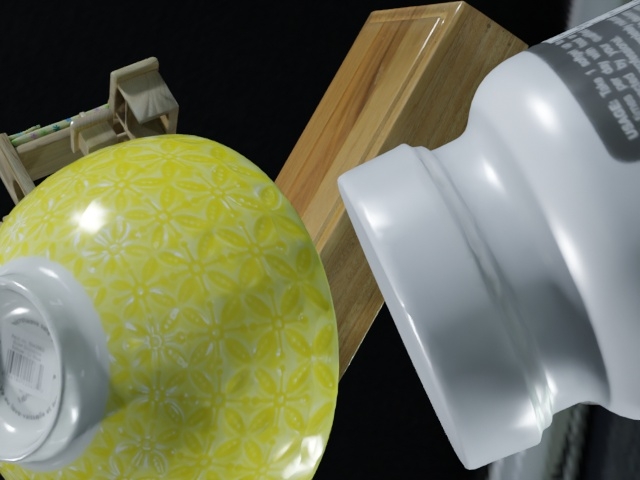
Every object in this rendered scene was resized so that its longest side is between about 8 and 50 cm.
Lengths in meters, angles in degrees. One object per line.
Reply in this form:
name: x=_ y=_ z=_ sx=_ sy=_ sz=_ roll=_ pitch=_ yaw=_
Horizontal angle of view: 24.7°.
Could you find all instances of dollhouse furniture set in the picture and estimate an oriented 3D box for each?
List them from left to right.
dollhouse furniture set: x=-0.216 y=-0.070 z=1.122 sx=0.182 sy=0.161 sz=0.101 roll=-24 pitch=-113 yaw=-22

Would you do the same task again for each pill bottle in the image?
pill bottle: x=0.206 y=-0.032 z=0.773 sx=0.363 sy=0.210 sz=0.210 roll=-24 pitch=-91 yaw=0

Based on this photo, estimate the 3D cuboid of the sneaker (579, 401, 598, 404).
sneaker: x=0.341 y=0.130 z=1.539 sx=0.092 sy=0.225 sz=0.088 roll=-7 pitch=-109 yaw=-37

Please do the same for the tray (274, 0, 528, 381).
tray: x=0.000 y=0.000 z=1.193 sx=0.076 sy=0.203 sz=0.411 roll=32 pitch=-94 yaw=-19

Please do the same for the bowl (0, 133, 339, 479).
bowl: x=-0.147 y=0.074 z=0.945 sx=0.156 sy=0.289 sz=0.289 roll=-3 pitch=-101 yaw=-51
